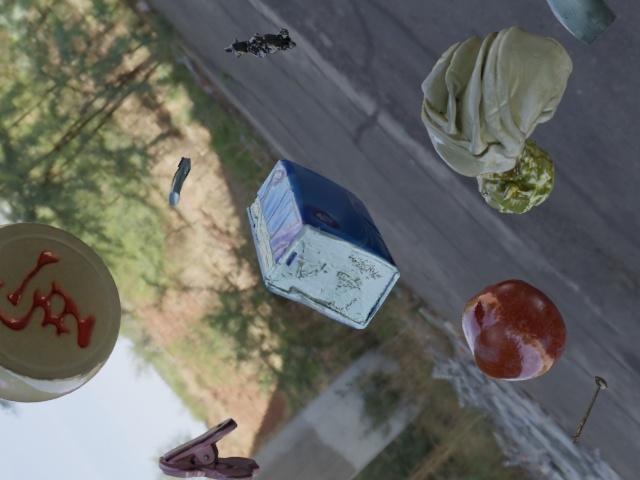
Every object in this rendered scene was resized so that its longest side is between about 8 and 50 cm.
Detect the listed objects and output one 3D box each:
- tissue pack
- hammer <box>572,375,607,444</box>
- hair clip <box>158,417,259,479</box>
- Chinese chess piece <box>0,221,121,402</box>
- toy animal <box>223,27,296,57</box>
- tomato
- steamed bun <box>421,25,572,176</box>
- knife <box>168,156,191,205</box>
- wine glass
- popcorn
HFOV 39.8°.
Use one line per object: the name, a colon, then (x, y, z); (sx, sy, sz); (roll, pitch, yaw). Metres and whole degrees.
tissue pack: (0.000, 0.000, 1.488); (0.198, 0.146, 0.263); (26, -159, -22)
hammer: (0.412, 0.261, 1.358); (0.029, 0.123, 0.014); (44, 150, -15)
hair clip: (-0.175, 0.355, 1.389); (0.102, 0.138, 0.123); (62, 176, 4)
Chinese chess piece: (-0.422, 0.102, 1.290); (0.273, 0.273, 0.102); (49, 132, -10)
toy animal: (-0.118, -0.374, 1.695); (0.065, 0.136, 0.047); (-139, 35, -72)
tomato: (0.315, 0.155, 1.495); (0.187, 0.151, 0.187); (31, 161, 12)
steamed bun: (0.328, -0.287, 1.755); (0.203, 0.275, 0.289); (21, 157, -32)
knife: (-0.174, -0.079, 1.102); (0.210, 0.015, 0.028); (-104, 11, -73)
wine glass: (0.434, -0.492, 1.892); (0.309, 0.264, 0.096); (45, 180, 2)
popcorn: (0.473, -0.150, 2.141); (0.167, 0.185, 0.187); (53, 160, 7)
